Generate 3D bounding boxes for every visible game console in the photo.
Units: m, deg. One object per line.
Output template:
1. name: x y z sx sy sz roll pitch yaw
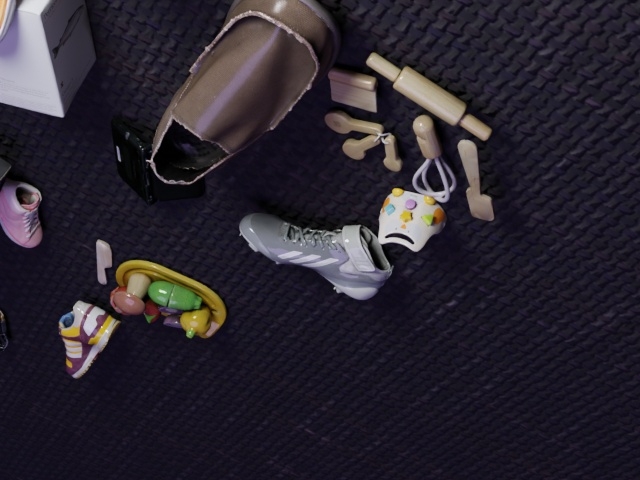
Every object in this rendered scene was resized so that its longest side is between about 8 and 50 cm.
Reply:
1. game console: -0.215 -0.109 1.939 0.107 0.071 0.122 43 154 25

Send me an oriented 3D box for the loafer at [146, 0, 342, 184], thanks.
1. loafer: -0.093 -0.159 1.683 0.134 0.130 0.366 32 145 -8

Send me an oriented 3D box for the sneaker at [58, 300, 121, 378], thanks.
1. sneaker: -0.386 0.154 2.365 0.084 0.069 0.185 37 139 -5

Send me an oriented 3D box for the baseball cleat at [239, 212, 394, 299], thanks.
1. baseball cleat: 0.000 0.000 1.931 0.206 0.072 0.109 26 133 -13

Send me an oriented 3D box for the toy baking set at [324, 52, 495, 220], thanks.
1. toy baking set: 0.115 -0.122 1.715 0.256 0.030 0.197 30 152 0

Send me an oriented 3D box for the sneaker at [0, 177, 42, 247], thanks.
1. sneaker: -0.427 -0.037 2.125 0.070 0.051 0.134 5 139 33

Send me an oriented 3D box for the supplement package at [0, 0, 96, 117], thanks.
1. supplement package: -0.341 -0.249 1.732 0.105 0.105 0.179 15 147 12

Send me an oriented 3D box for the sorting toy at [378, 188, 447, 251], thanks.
1. sorting toy: 0.107 -0.020 1.817 0.083 0.075 0.045 13 145 14

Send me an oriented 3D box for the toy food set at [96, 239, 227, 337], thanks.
1. toy food set: -0.251 0.096 2.192 0.218 0.071 0.128 23 147 0

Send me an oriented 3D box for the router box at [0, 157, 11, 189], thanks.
1. router box: -0.604 -0.109 2.068 0.309 0.081 0.243 34 145 -3

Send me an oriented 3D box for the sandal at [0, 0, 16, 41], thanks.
1. sandal: -0.364 -0.325 1.569 0.102 0.076 0.265 13 112 11

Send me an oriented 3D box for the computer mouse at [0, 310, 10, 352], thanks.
1. computer mouse: -0.620 0.129 2.479 0.193 0.042 0.106 18 147 7
